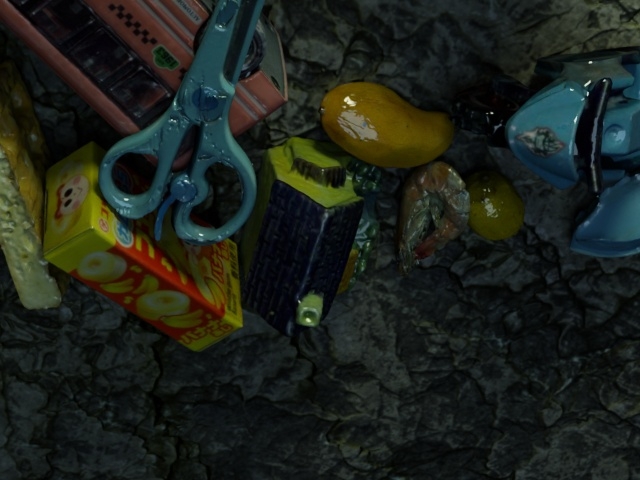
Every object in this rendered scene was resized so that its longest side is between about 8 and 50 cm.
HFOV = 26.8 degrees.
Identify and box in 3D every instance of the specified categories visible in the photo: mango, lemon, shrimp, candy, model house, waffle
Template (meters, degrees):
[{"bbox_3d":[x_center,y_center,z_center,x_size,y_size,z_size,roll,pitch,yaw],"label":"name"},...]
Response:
[{"bbox_3d":[0.081,-0.141,1.680,0.190,0.075,0.098,14,93,-27],"label":"mango"},{"bbox_3d":[0.224,-0.043,1.752,0.082,0.082,0.111,-32,124,10],"label":"lemon"},{"bbox_3d":[0.137,-0.022,1.756,0.101,0.042,0.190,39,130,21],"label":"shrimp"},{"bbox_3d":[-0.213,0.012,1.638,0.088,0.146,0.276,-28,136,25],"label":"candy"},{"bbox_3d":[0.000,0.000,1.672,0.170,0.211,0.194,13,115,-12],"label":"model house"},{"bbox_3d":[-0.358,-0.066,1.608,0.057,0.168,0.274,-12,119,7],"label":"waffle"}]

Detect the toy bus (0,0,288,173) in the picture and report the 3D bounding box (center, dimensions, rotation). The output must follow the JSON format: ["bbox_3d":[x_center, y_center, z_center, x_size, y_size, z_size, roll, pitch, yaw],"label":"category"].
[{"bbox_3d":[-0.232,-0.288,1.486,0.233,0.203,0.427,-36,120,17],"label":"toy bus"}]

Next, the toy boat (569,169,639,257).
[{"bbox_3d":[0.437,-0.044,1.783,0.238,0.098,0.109,-27,74,15],"label":"toy boat"}]

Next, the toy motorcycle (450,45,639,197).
[{"bbox_3d":[0.372,-0.139,1.632,0.416,0.232,0.172,1,109,-9],"label":"toy motorcycle"}]

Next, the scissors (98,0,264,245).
[{"bbox_3d":[-0.122,-0.145,1.456,0.180,0.032,0.393,16,127,-14],"label":"scissors"}]
